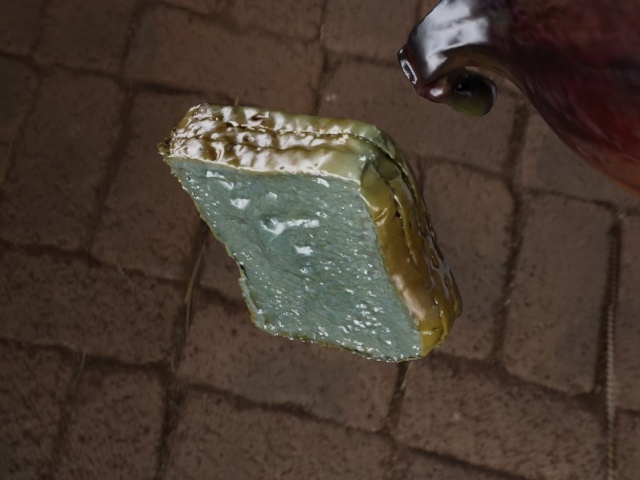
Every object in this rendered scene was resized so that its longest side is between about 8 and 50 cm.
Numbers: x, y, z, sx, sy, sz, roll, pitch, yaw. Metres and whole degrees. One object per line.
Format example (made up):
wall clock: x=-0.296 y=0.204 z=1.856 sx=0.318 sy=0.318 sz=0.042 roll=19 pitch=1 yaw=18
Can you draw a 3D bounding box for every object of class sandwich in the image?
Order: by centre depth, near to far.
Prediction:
sandwich: x=0.000 y=0.000 z=1.200 sx=0.271 sy=0.301 sz=0.099 roll=12 pitch=51 yaw=37

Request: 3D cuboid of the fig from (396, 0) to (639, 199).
fig: x=0.152 y=-0.113 z=0.431 sx=0.214 sy=0.235 sz=0.235 roll=-11 pitch=71 yaw=-17
